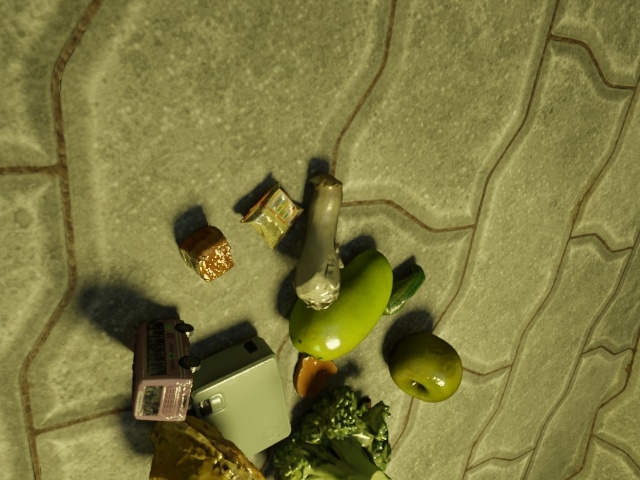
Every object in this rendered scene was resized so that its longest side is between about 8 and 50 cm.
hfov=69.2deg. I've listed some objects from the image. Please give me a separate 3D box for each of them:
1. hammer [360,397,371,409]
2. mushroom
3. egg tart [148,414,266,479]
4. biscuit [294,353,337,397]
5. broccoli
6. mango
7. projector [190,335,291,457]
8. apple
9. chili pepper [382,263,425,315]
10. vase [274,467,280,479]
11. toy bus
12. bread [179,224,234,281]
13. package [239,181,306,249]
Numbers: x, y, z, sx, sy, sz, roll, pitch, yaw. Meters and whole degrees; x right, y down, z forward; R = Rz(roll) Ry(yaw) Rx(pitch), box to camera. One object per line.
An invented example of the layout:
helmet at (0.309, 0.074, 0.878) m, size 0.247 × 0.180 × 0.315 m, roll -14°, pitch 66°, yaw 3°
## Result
hammer at (0.127, 0.616, 1.380) m, size 0.111 × 0.043 × 0.365 m, roll -13°, pitch 117°, yaw -26°
mushroom at (0.000, 0.001, 0.939) m, size 0.099 × 0.096 × 0.277 m, roll 5°, pitch 85°, yaw 7°
egg tart at (-0.240, 0.469, 0.909) m, size 0.116 × 0.295 × 0.294 m, roll -44°, pitch 136°, yaw -47°
biscuit at (-0.011, 0.325, 1.154) m, size 0.118 × 0.023 × 0.140 m, roll 5°, pitch 109°, yaw -35°
broccoli at (0.047, 0.544, 1.144) m, size 0.277 × 0.318 × 0.338 m, roll 45°, pitch 40°, yaw -14°
mango at (0.054, 0.143, 1.038) m, size 0.293 × 0.143 × 0.175 m, roll -43°, pitch 112°, yaw -22°
projector at (-0.181, 0.352, 1.008) m, size 0.192 × 0.099 × 0.256 m, roll -22°, pitch 123°, yaw -25°
apple at (0.283, 0.338, 1.252) m, size 0.157 × 0.197 × 0.196 m, roll -53°, pitch 133°, yaw -30°
chili pepper at (0.185, 0.143, 1.168) m, size 0.204 × 0.073 × 0.072 m, roll -36°, pitch 141°, yaw -12°
vase at (-0.076, 0.639, 1.244) m, size 0.053 × 0.053 × 0.100 m, roll -47°, pitch 133°, yaw -6°
toy bus at (-0.279, 0.221, 0.819) m, size 0.108 × 0.199 × 0.096 m, roll 7°, pitch 108°, yaw -23°
bread at (-0.206, 0.022, 0.840) m, size 0.070 × 0.083 × 0.076 m, roll -32°, pitch 130°, yaw -28°
package at (-0.091, -0.047, 0.916) m, size 0.108 × 0.031 × 0.120 m, roll -48°, pitch 137°, yaw -4°
